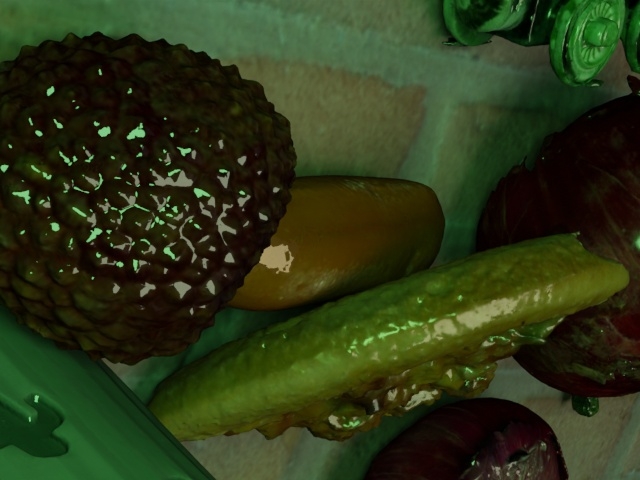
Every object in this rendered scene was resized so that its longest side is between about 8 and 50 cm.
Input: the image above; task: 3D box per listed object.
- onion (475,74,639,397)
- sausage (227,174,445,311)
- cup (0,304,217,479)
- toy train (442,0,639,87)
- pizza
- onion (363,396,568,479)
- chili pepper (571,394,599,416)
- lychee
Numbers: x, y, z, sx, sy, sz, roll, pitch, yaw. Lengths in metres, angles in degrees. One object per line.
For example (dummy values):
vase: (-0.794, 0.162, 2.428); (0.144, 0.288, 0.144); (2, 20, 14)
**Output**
onion: (0.266, 0.012, 1.290); (0.276, 0.276, 0.276); (-30, 135, -34)
sausage: (0.000, 0.000, 1.095); (0.238, 0.098, 0.098); (-4, 118, -49)
cup: (-0.186, 0.251, 0.817); (0.401, 0.392, 0.310); (-27, 128, -29)
toy train: (0.195, -0.218, 1.142); (0.243, 0.132, 0.188); (-15, 121, -47)
pizza: (0.045, 0.074, 1.100); (0.268, 0.087, 0.258); (-4, 158, -46)
onion: (0.119, 0.250, 1.363); (0.248, 0.161, 0.248); (-40, 142, -41)
chili pepper: (0.279, 0.118, 1.568); (0.118, 0.035, 0.055); (-64, 158, -10)
lychee: (-0.117, -0.031, 0.874); (0.188, 0.188, 0.188); (-30, 135, -34)
